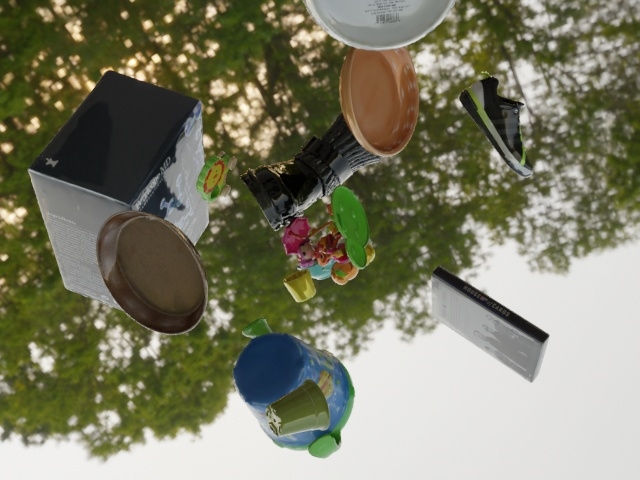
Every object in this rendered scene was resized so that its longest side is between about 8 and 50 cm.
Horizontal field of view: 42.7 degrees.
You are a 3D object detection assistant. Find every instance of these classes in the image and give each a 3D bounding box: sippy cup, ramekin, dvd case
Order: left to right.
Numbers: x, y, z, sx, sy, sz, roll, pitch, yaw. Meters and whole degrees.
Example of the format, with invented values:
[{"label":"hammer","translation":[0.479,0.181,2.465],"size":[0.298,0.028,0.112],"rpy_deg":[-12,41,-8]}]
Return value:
[{"label":"sippy cup","translation":[-0.069,0.309,1.754],"size":[0.305,0.224,0.240],"rpy_deg":[14,-111,29]},{"label":"ramekin","translation":[0.065,-0.313,0.913],"size":[0.207,0.207,0.109],"rpy_deg":[-22,-143,12]},{"label":"dvd case","translation":[0.311,0.159,1.541],"size":[0.238,0.179,0.029],"rpy_deg":[34,-112,25]}]

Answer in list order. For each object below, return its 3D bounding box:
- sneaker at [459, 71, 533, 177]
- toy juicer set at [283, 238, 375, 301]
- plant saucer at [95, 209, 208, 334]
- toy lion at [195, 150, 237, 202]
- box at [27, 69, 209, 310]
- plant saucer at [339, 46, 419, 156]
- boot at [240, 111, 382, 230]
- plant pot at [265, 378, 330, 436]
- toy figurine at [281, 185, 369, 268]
[{"label":"sneaker","translation":[0.369,-0.226,1.606],"size":[0.097,0.235,0.084],"rpy_deg":[-37,-158,13]},{"label":"toy juicer set","translation":[0.036,0.033,2.055],"size":[0.209,0.089,0.329],"rpy_deg":[-21,-167,18]},{"label":"plant saucer","translation":[-0.202,0.036,1.005],"size":[0.168,0.168,0.029],"rpy_deg":[-5,-158,32]},{"label":"toy lion","translation":[-0.190,-0.108,1.452],"size":[0.034,0.100,0.096],"rpy_deg":[28,-143,13]},{"label":"box","translation":[-0.386,-0.084,1.658],"size":[0.212,0.395,0.294],"rpy_deg":[19,-125,10]},{"label":"plant saucer","translation":[0.090,-0.233,1.297],"size":[0.037,0.200,0.200],"rpy_deg":[2,-134,38]},{"label":"boot","translation":[-0.011,-0.151,1.659],"size":[0.260,0.131,0.348],"rpy_deg":[-35,-179,9]},{"label":"plant pot","translation":[-0.040,0.269,1.279],"size":[0.079,0.083,0.083],"rpy_deg":[-16,-154,-29]},{"label":"toy figurine","translation":[0.000,0.000,1.613],"size":[0.159,0.130,0.173],"rpy_deg":[-23,-116,28]}]
